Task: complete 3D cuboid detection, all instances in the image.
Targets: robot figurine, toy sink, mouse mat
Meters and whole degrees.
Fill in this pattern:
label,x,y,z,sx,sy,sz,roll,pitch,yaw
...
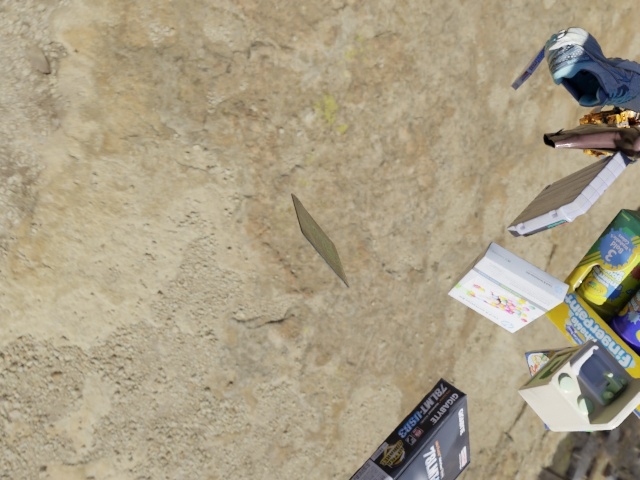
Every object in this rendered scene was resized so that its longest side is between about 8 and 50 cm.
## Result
label,x,y,z,sx,sy,sz,roll,pitch,yaw
robot figurine,0.915,-0.339,1.714,0.085,0.291,0.210,-11,96,5
toy sink,0.566,0.312,1.188,0.153,0.234,0.131,-36,78,-17
mouse mat,0.000,0.000,1.127,0.007,0.152,0.189,-31,128,10

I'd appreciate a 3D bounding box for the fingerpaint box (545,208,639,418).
label,x,y,z,sx,sy,sz,roll,pitch,yaw
fingerpaint box,0.839,0.198,1.368,0.163,0.444,0.370,4,127,-30

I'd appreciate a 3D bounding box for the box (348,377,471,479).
label,x,y,z,sx,sy,sz,roll,pitch,yaw
box,0.181,0.460,1.078,0.293,0.073,0.295,-38,138,-22

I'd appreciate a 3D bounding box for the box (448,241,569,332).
label,x,y,z,sx,sy,sz,roll,pitch,yaw
box,0.327,0.089,0.979,0.038,0.145,0.186,-55,172,-24

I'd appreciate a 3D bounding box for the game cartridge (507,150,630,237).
label,x,y,z,sx,sy,sz,roll,pitch,yaw
game cartridge,0.719,-0.121,1.619,0.068,0.355,0.230,42,76,0

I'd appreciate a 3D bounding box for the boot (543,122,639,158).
label,x,y,z,sx,sy,sz,roll,pitch,yaw
boot,0.761,-0.270,1.528,0.207,0.248,0.090,-8,112,4

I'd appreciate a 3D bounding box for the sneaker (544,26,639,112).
label,x,y,z,sx,sy,sz,roll,pitch,yaw
sneaker,0.573,-0.312,1.122,0.283,0.110,0.122,20,63,-17

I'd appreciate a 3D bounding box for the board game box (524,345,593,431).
label,x,y,z,sx,sy,sz,roll,pitch,yaw
board game box,0.608,0.375,1.384,0.035,0.136,0.201,-7,79,-32

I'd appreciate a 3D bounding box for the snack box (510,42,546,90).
label,x,y,z,sx,sy,sz,roll,pitch,yaw
snack box,0.562,-0.465,1.453,0.022,0.064,0.178,41,56,1
